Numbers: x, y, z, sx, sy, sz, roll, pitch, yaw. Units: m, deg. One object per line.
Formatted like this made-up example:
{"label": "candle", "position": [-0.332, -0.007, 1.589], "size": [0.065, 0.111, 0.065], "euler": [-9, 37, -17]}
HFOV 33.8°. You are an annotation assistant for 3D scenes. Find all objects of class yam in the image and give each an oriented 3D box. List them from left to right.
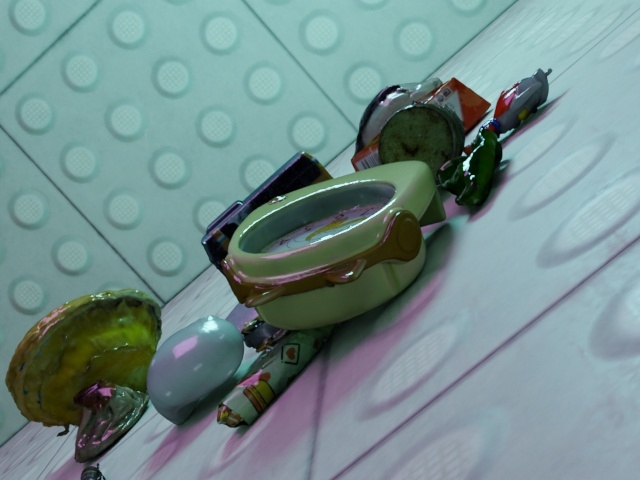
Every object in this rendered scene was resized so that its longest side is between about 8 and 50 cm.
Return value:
{"label": "yam", "position": [0.167, -0.157, 1.755], "size": [0.154, 0.154, 0.254], "euler": [-40, 1, 12]}

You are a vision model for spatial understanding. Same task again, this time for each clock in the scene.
{"label": "clock", "position": [0.014, 0.014, 1.424], "size": [0.286, 0.117, 0.348], "euler": [-15, 19, 18]}

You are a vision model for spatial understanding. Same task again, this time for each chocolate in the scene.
{"label": "chocolate", "position": [0.196, -0.210, 2.150], "size": [0.235, 0.108, 0.237], "euler": [-43, 6, -23]}

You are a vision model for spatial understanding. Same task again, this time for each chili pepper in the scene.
{"label": "chili pepper", "position": [0.216, -0.093, 1.524], "size": [0.108, 0.062, 0.216], "euler": [-46, 5, 23]}

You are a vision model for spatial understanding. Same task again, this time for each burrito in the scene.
{"label": "burrito", "position": [-0.047, 0.158, 1.455], "size": [0.288, 0.054, 0.104], "euler": [-46, 6, -24]}

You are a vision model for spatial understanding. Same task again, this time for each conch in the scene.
{"label": "conch", "position": [-0.206, 0.208, 1.728], "size": [0.185, 0.121, 0.221], "euler": [-22, -18, -46]}

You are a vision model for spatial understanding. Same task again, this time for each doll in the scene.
{"label": "doll", "position": [0.309, -0.209, 1.725], "size": [0.194, 0.062, 0.104], "euler": [-47, -23, 10]}

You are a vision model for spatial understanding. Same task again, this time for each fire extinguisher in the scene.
{"label": "fire extinguisher", "position": [-0.388, 0.414, 1.787], "size": [0.056, 0.039, 0.132], "euler": [-52, 8, -8]}

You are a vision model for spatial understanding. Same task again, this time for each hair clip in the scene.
{"label": "hair clip", "position": [-0.092, 0.086, 2.069], "size": [0.358, 0.110, 0.095], "euler": [-48, -31, -20]}

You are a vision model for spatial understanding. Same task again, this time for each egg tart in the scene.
{"label": "egg tart", "position": [-0.490, 0.277, 2.299], "size": [0.388, 0.169, 0.387], "euler": [-31, -35, -25]}

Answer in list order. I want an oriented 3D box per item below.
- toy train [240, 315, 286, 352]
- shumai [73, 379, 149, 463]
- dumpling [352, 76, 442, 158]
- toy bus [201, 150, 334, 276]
{"label": "toy train", "position": [-0.048, 0.111, 1.707], "size": [0.202, 0.060, 0.081], "euler": [-38, 1, 31]}
{"label": "shumai", "position": [-0.454, 0.357, 2.161], "size": [0.201, 0.120, 0.201], "euler": [-39, 10, 8]}
{"label": "dumpling", "position": [0.173, -0.274, 2.428], "size": [0.293, 0.163, 0.204], "euler": [-53, 12, 27]}
{"label": "toy bus", "position": [-0.093, -0.034, 2.279], "size": [0.323, 0.194, 0.162], "euler": [-41, 8, 1]}
